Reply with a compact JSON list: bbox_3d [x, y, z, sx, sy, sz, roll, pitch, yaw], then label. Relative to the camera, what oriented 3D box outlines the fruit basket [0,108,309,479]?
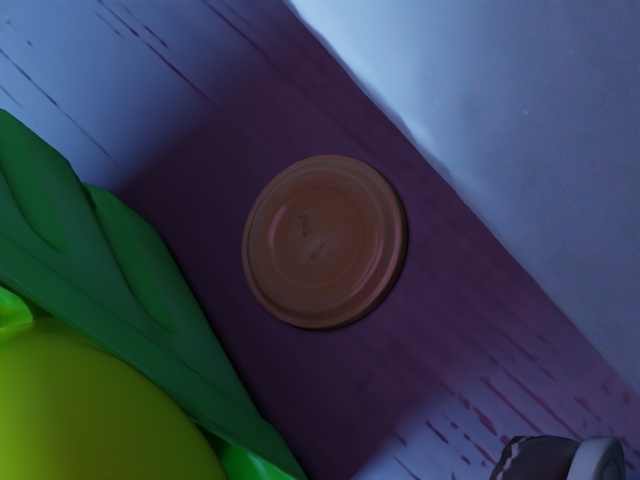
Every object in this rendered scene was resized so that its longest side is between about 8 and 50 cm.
[{"bbox_3d":[-0.162,0.101,0.754,0.283,0.392,0.392,-28,67,17],"label":"fruit basket"}]

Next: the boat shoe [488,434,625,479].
[{"bbox_3d":[0.041,0.225,0.769,0.096,0.116,0.324,15,90,25],"label":"boat shoe"}]

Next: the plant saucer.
[{"bbox_3d":[0.000,0.000,0.901,0.083,0.013,0.083,-7,73,24],"label":"plant saucer"}]

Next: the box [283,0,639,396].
[{"bbox_3d":[0.169,-0.045,0.646,0.381,0.143,0.191,48,124,2],"label":"box"}]
